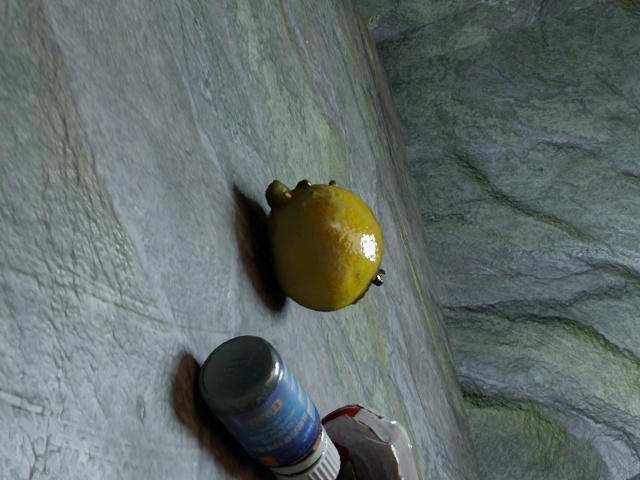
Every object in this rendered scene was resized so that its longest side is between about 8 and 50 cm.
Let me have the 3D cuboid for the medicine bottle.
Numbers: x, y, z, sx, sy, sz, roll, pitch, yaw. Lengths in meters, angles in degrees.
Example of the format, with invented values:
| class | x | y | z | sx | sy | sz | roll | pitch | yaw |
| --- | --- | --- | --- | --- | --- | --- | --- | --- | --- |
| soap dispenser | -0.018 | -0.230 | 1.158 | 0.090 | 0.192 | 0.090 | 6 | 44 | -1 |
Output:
| class | x | y | z | sx | sy | sz | roll | pitch | yaw |
| --- | --- | --- | --- | --- | --- | --- | --- | --- | --- |
| medicine bottle | -0.043 | 0.180 | 0.840 | 0.203 | 0.083 | 0.083 | 61 | 18 | -45 |

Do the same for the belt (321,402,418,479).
| class | x | y | z | sx | sy | sz | roll | pitch | yaw |
| --- | --- | --- | --- | --- | --- | --- | --- | --- | --- |
| belt | 0.049 | 0.292 | 0.986 | 0.124 | 0.128 | 0.201 | -3 | 81 | -77 |

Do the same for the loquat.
| class | x | y | z | sx | sy | sz | roll | pitch | yaw |
| --- | --- | --- | --- | --- | --- | --- | --- | --- | --- |
| loquat | 0.000 | 0.000 | 1.095 | 0.204 | 0.149 | 0.172 | 53 | 22 | -20 |
